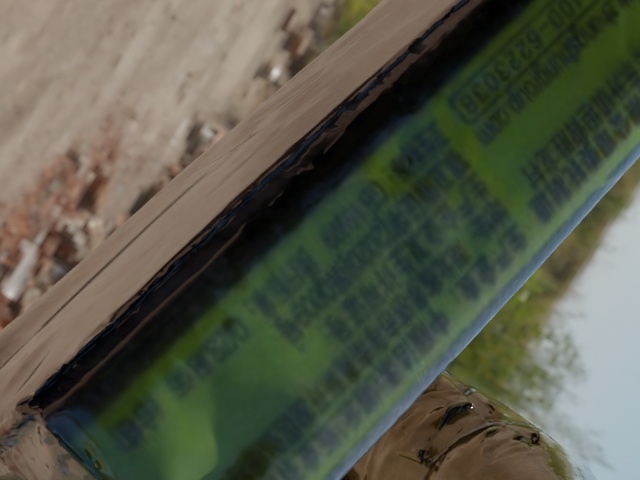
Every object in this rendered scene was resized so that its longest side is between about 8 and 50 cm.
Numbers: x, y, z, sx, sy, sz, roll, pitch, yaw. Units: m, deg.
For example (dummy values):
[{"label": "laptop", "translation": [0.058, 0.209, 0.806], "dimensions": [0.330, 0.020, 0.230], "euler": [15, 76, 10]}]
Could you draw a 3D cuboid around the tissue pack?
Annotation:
[{"label": "tissue pack", "translation": [0.000, 0.000, 0.775], "dimensions": [0.394, 0.124, 0.288], "euler": [-44, -171, -25]}]

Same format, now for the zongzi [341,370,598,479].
[{"label": "zongzi", "translation": [0.184, 0.252, 1.198], "dimensions": [0.160, 0.323, 0.360], "euler": [-48, -163, -12]}]
